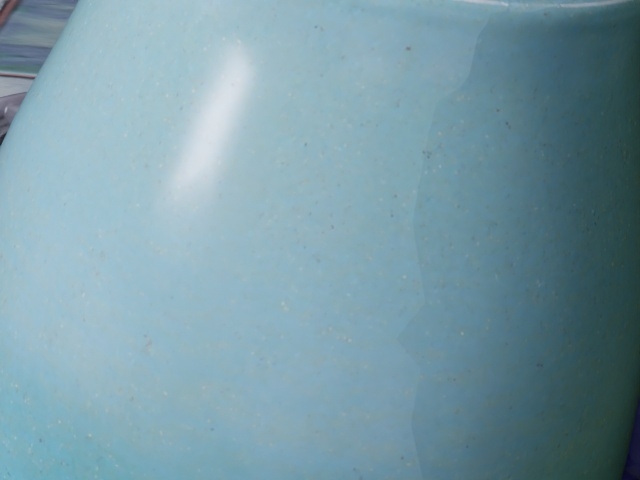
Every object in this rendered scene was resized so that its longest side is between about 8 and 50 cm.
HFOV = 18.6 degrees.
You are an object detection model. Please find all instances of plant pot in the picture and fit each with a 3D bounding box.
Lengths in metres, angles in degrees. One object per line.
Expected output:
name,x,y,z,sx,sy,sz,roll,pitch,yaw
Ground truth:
plant pot,0.000,0.000,0.701,0.271,0.255,0.272,11,25,-5

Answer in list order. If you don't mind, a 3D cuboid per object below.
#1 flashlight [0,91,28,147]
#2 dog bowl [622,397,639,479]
flashlight,-0.057,-0.058,1.162,0.304,0.103,0.103,-16,-7,-39
dog bowl,0.209,0.035,0.969,0.264,0.104,0.265,5,18,-1
